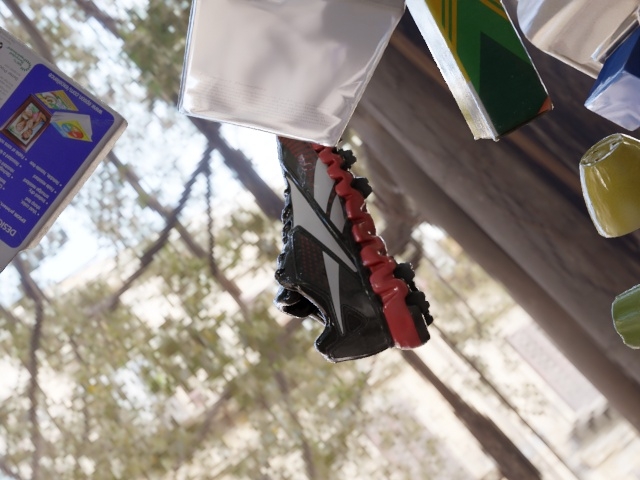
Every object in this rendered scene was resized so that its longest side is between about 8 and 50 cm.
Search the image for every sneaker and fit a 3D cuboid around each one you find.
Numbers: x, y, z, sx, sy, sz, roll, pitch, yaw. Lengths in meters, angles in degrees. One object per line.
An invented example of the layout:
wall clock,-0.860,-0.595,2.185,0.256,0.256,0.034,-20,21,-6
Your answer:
sneaker,0.000,0.000,1.292,0.135,0.276,0.097,-25,-22,0

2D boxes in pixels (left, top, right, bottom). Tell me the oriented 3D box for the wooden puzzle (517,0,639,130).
wooden puzzle,0.318,-0.122,0.979,0.080,0.348,0.322,-58,0,-13

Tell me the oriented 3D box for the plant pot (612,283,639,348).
plant pot,0.304,0.062,1.174,0.079,0.083,0.083,-24,-15,41

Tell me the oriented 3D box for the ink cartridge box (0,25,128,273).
ink cartridge box,-0.326,-0.092,1.274,0.208,0.206,0.045,-53,-8,-7

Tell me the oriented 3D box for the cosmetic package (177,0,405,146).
cosmetic package,-0.020,-0.139,0.811,0.117,0.085,0.231,12,-17,-7

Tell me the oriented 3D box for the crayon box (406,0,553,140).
crayon box,0.158,-0.278,1.585,0.081,0.318,0.202,-28,5,2

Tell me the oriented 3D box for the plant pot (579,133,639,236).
plant pot,0.397,-0.084,1.748,0.134,0.134,0.095,-40,-75,-4
